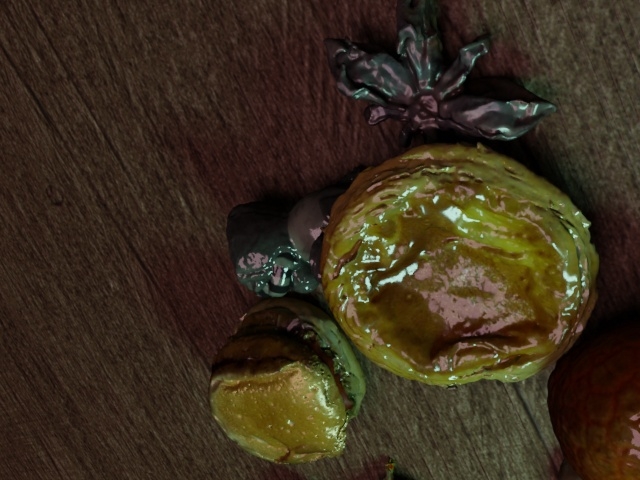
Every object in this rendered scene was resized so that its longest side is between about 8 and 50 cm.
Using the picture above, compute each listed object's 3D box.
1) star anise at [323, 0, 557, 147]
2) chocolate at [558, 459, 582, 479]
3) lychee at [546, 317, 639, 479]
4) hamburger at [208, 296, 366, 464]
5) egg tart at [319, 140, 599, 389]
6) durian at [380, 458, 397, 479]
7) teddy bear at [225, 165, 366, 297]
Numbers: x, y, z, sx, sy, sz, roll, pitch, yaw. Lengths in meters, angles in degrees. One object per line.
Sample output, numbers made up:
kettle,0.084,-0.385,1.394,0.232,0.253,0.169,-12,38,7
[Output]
star anise,0.127,-0.189,1.108,0.257,0.110,0.198,43,129,-6
chocolate,0.453,0.385,1.267,0.261,0.083,0.161,-5,112,32
lychee,0.412,0.213,1.094,0.300,0.255,0.255,20,126,38
hamburger,-0.048,0.219,1.408,0.244,0.163,0.244,10,124,16
egg tart,0.174,0.027,1.155,0.352,0.150,0.352,4,115,9
durian,0.132,0.462,1.492,0.146,0.102,0.208,-16,85,33
teddy bear,-0.015,0.011,1.271,0.251,0.171,0.144,-9,132,27
